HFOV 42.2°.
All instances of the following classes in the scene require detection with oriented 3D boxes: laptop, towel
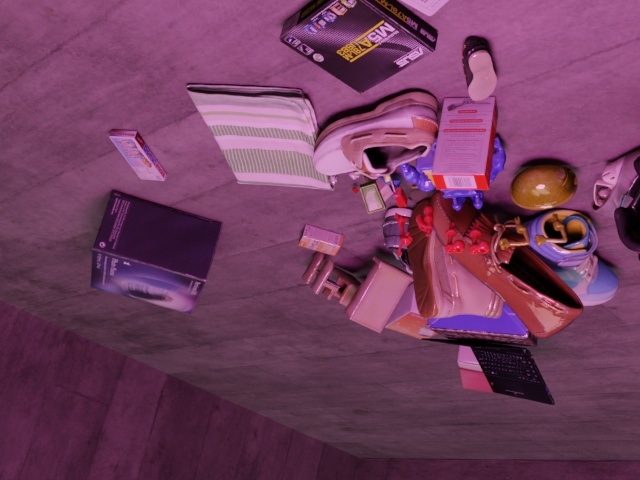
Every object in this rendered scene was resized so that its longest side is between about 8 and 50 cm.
[{"bbox_3d":[0.427,0.332,2.121,0.234,0.137,0.264,-1,120,62],"label":"laptop"},{"bbox_3d":[-0.109,-0.203,1.696,0.248,0.038,0.325,6,154,17],"label":"towel"}]

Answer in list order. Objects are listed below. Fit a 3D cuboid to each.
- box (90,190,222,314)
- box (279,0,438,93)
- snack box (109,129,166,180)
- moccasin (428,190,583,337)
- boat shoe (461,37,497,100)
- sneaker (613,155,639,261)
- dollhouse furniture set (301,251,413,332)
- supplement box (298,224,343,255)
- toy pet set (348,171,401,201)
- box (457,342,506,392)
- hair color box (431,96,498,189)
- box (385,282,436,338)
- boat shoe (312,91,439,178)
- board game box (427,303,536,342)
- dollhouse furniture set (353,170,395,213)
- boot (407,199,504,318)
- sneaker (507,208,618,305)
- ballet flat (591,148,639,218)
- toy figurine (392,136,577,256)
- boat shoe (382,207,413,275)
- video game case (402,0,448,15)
[{"bbox_3d":[-0.439,0.042,2.193,0.294,0.182,0.296,16,155,-9],"label":"box"},{"bbox_3d":[0.060,-0.330,1.346,0.184,0.045,0.191,30,150,-28],"label":"box"},{"bbox_3d":[-0.412,-0.191,1.881,0.064,0.022,0.178,6,154,16],"label":"snack box"},{"bbox_3d":[0.374,0.029,1.694,0.380,0.139,0.147,51,139,14],"label":"moccasin"},{"bbox_3d":[0.260,-0.280,1.363,0.049,0.042,0.133,-18,150,5],"label":"boat shoe"},{"bbox_3d":[0.626,-0.029,1.492,0.202,0.185,0.482,-22,138,3],"label":"sneaker"},{"bbox_3d":[0.109,0.104,2.118,0.212,0.161,0.242,27,-173,-26],"label":"dollhouse furniture set"},{"bbox_3d":[0.000,0.000,2.063,0.099,0.036,0.062,16,154,-6],"label":"supplement box"},{"bbox_3d":[0.106,-0.134,1.738,0.114,0.065,0.122,39,169,37],"label":"toy pet set"},{"bbox_3d":[0.473,0.331,2.390,0.127,0.148,0.232,6,153,17],"label":"box"},{"bbox_3d":[0.253,-0.169,1.441,0.093,0.167,0.053,2,152,21],"label":"hair color box"},{"bbox_3d":[0.273,0.196,2.274,0.130,0.091,0.170,19,154,-12],"label":"box"},{"bbox_3d":[0.091,-0.174,1.553,0.113,0.103,0.302,18,153,-35],"label":"boat shoe"},{"bbox_3d":[0.402,0.168,2.009,0.232,0.141,0.291,3,170,20],"label":"board game box"},{"bbox_3d":[0.108,-0.114,1.633,0.076,0.151,0.058,-16,115,12],"label":"dollhouse furniture set"},{"bbox_3d":[0.302,0.044,1.814,0.204,0.261,0.095,4,160,-25],"label":"boot"},{"bbox_3d":[0.556,0.040,1.782,0.319,0.127,0.208,21,155,-18],"label":"sneaker"},{"bbox_3d":[0.551,-0.107,1.547,0.068,0.072,0.213,19,155,13],"label":"ballet flat"},{"bbox_3d":[0.274,-0.110,1.550,0.363,0.191,0.217,-3,146,27],"label":"toy figurine"},{"bbox_3d":[0.216,0.038,1.966,0.116,0.099,0.319,0,152,21],"label":"boat shoe"},{"bbox_3d":[0.098,-0.455,1.083,0.329,0.036,0.300,24,153,-20],"label":"video game case"}]
